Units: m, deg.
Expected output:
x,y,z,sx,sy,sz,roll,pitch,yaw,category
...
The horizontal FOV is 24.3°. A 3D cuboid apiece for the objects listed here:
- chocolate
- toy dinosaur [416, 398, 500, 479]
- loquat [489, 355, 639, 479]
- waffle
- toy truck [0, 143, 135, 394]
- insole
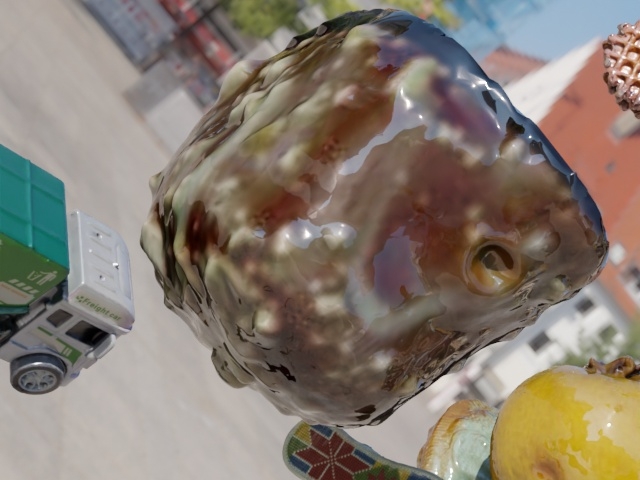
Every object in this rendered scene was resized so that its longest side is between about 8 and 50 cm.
x,y,z,sx,sy,sz,roll,pitch,yaw,category
0.000,0.000,0.939,0.225,0.210,0.340,58,-14,-19,chocolate
0.148,0.267,1.501,0.092,0.393,0.205,-42,-113,51,toy dinosaur
0.264,0.207,1.404,0.208,0.208,0.208,51,1,-1,loquat
0.225,-0.116,0.984,0.029,0.075,0.083,83,-3,-65,waffle
-0.235,0.004,0.985,0.253,0.124,0.114,32,35,-40,toy truck
0.044,0.187,1.116,0.193,0.065,0.006,28,-9,37,insole
